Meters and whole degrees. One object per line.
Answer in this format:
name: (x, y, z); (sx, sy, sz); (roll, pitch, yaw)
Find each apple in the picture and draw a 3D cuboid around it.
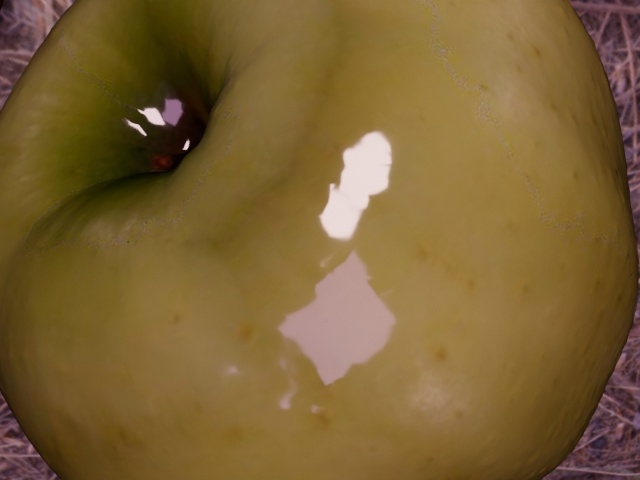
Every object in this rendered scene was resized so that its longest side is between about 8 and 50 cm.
apple: (0.000, 0.000, 0.617); (0.473, 0.474, 0.474); (-4, 118, -8)

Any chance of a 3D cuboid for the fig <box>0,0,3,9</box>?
fig: (-0.320, -0.217, 0.588); (0.175, 0.175, 0.207); (-14, 125, -2)
